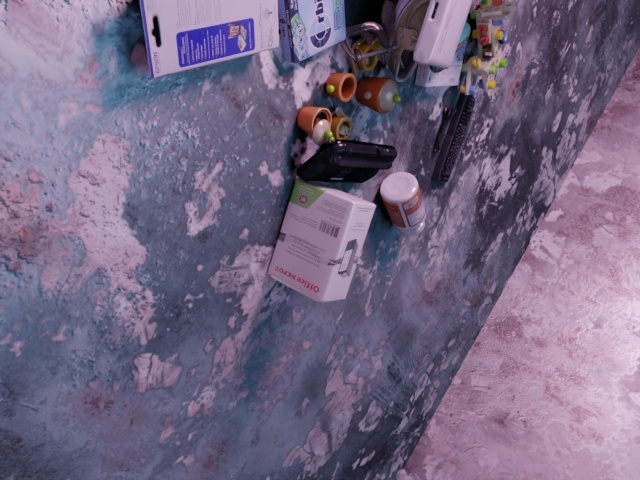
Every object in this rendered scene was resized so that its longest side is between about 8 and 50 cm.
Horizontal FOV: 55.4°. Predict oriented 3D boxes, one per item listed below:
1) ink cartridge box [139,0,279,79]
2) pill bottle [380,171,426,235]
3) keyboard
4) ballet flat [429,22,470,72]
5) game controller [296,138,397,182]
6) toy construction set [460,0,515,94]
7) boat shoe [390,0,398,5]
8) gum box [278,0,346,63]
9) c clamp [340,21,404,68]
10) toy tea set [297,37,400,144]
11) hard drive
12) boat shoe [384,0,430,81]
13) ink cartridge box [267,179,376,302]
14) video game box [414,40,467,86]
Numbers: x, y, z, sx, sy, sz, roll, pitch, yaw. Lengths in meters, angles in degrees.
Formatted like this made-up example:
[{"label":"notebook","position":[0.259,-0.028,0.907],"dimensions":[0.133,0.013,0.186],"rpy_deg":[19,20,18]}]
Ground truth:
[{"label":"ink cartridge box","position":[-0.216,-0.426,1.167],"dimensions":[0.333,0.065,0.165],"rpy_deg":[-30,133,-42]},{"label":"pill bottle","position":[0.273,-0.111,1.965],"dimensions":[0.121,0.121,0.216],"rpy_deg":[-52,144,-18]},{"label":"keyboard","position":[0.461,-0.361,2.140],"dimensions":[0.202,0.033,0.316],"rpy_deg":[1,109,-53]},{"label":"ballet flat","position":[0.378,-0.568,1.802],"dimensions":[0.188,0.070,0.070],"rpy_deg":[-50,143,-17]},{"label":"game controller","position":[0.076,-0.207,1.633],"dimensions":[0.319,0.167,0.067],"rpy_deg":[-5,74,-53]},{"label":"toy construction set","position":[0.530,-0.646,1.950],"dimensions":[0.215,0.151,0.327],"rpy_deg":[-52,157,-32]},{"label":"boat shoe","position":[0.253,-0.660,1.600],"dimensions":[0.324,0.123,0.116],"rpy_deg":[5,104,-56]},{"label":"gum box","position":[-0.017,-0.513,1.397],"dimensions":[0.184,0.041,0.156],"rpy_deg":[-38,138,-35]},{"label":"c clamp","position":[0.126,-0.488,1.535],"dimensions":[0.161,0.022,0.137],"rpy_deg":[-18,85,-25]},{"label":"toy tea set","position":[0.092,-0.351,1.569],"dimensions":[0.336,0.124,0.200],"rpy_deg":[-52,144,-18]},{"label":"hard drive","position":[0.320,-0.559,1.544],"dimensions":[0.353,0.047,0.232],"rpy_deg":[-33,142,-66]},{"label":"boat shoe","position":[0.242,-0.530,1.568],"dimensions":[0.109,0.094,0.302],"rpy_deg":[-14,160,-12]},{"label":"ink cartridge box","position":[0.000,0.000,1.601],"dimensions":[0.115,0.199,0.272],"rpy_deg":[1,110,-55]},{"label":"video game box","position":[0.377,-0.573,1.881],"dimensions":[0.205,0.048,0.186],"rpy_deg":[-18,126,-47]}]
